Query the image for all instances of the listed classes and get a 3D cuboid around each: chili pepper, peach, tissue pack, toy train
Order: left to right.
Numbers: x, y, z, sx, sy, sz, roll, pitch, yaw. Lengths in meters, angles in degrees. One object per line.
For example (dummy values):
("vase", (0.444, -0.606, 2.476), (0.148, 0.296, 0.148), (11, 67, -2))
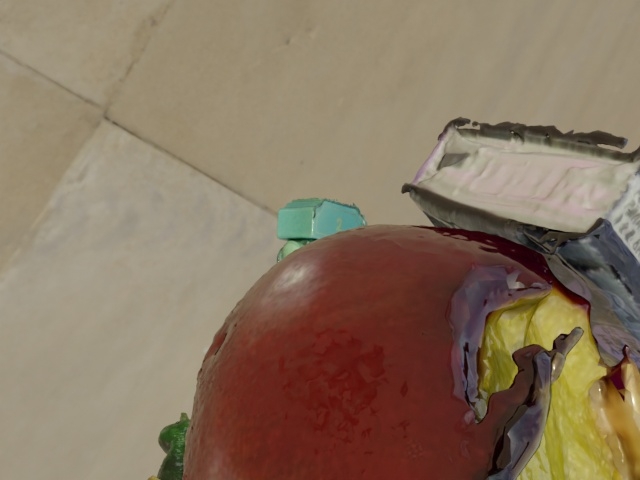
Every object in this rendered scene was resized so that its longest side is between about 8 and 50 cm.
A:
("chili pepper", (-0.247, 0.427, 1.709), (0.270, 0.136, 0.099), (-96, 162, -49))
("toy train", (0.000, 0.000, 1.856), (0.203, 0.112, 0.163), (14, 77, -57))
("peach", (0.084, 0.202, 0.651), (0.353, 0.417, 0.339), (-44, 134, 15))
("tissue pack", (0.263, 0.053, 0.874), (0.361, 0.259, 0.122), (44, 79, -28))

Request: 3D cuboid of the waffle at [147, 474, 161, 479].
("waffle", (-0.225, 0.397, 1.266), (0.211, 0.055, 0.160), (27, 105, -38))
